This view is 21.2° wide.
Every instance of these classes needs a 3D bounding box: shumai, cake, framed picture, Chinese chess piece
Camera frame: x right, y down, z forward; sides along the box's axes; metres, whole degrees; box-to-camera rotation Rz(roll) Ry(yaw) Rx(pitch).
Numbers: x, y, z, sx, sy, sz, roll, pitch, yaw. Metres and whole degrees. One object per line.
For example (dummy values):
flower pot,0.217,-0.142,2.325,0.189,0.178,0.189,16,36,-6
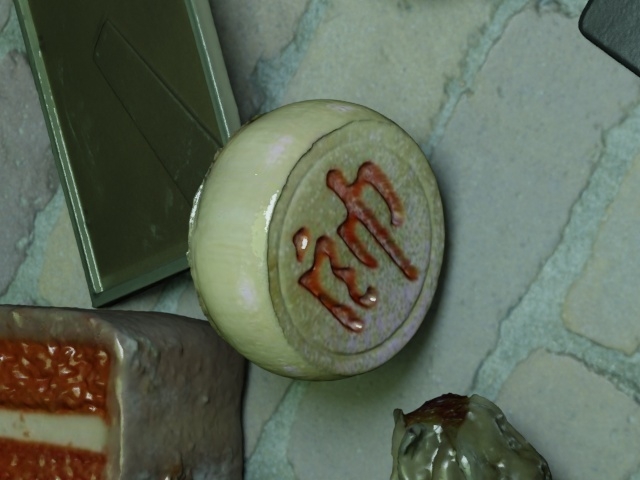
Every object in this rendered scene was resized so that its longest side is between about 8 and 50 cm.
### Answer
shumai,0.128,0.247,1.574,0.184,0.185,0.218,-33,34,-11
cake,-0.255,0.186,1.787,0.309,0.230,0.237,3,87,29
framed picture,-0.205,-0.175,1.800,0.326,0.028,0.446,-21,82,50
Chinese chess piece,0.000,0.000,1.633,0.112,0.270,0.270,9,92,44

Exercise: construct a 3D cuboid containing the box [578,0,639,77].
box,0.318,-0.220,1.610,0.125,0.027,0.126,42,108,26
